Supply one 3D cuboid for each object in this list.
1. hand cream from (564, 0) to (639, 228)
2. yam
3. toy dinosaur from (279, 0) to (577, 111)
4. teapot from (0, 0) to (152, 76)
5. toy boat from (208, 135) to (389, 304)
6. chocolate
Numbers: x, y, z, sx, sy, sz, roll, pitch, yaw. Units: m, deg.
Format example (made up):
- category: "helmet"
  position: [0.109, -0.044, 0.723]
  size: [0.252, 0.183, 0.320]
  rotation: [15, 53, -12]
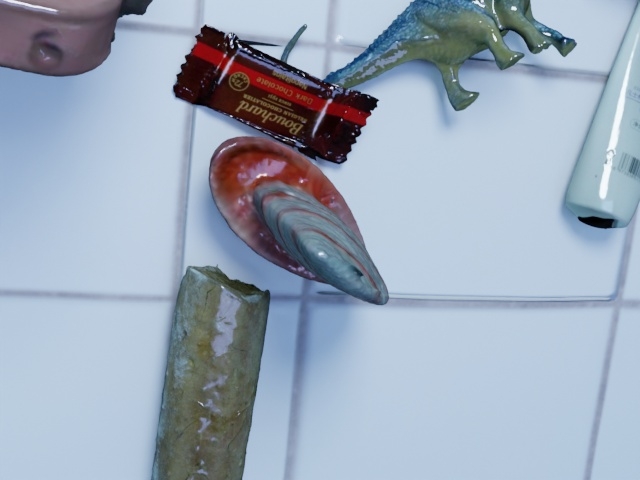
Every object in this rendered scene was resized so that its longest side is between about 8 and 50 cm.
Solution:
- category: "hand cream"
  position: [0.348, -0.162, 0.948]
  size: [0.109, 0.067, 0.321]
  rotation: [24, 90, -19]
- category: "yam"
  position: [-0.105, 0.153, 0.857]
  size: [0.093, 0.093, 0.259]
  rotation: [6, 100, -18]
- category: "toy dinosaur"
  position: [0.141, -0.208, 0.858]
  size: [0.363, 0.076, 0.147]
  rotation: [-34, 76, -5]
- category: "teapot"
  position: [-0.270, -0.246, 0.583]
  size: [0.361, 0.376, 0.306]
  rotation: [4, 132, -25]
- category: "toy boat"
  position: [0.000, 0.000, 0.752]
  size: [0.096, 0.282, 0.206]
  rotation: [-46, 110, -1]
- category: "chocolate"
  position: [-0.041, -0.133, 0.835]
  size: [0.182, 0.028, 0.086]
  rotation: [21, 122, -14]
